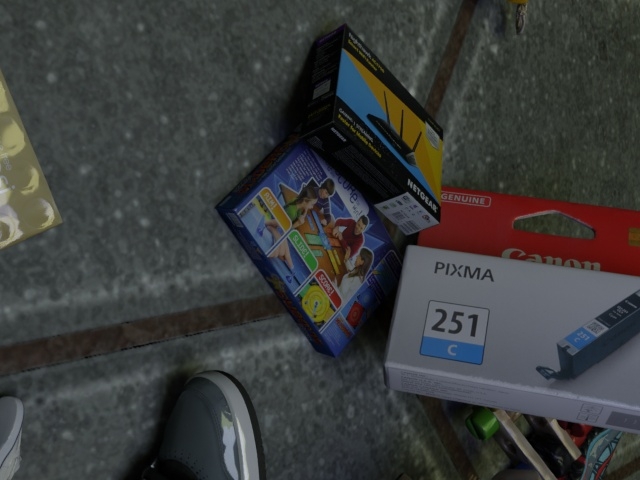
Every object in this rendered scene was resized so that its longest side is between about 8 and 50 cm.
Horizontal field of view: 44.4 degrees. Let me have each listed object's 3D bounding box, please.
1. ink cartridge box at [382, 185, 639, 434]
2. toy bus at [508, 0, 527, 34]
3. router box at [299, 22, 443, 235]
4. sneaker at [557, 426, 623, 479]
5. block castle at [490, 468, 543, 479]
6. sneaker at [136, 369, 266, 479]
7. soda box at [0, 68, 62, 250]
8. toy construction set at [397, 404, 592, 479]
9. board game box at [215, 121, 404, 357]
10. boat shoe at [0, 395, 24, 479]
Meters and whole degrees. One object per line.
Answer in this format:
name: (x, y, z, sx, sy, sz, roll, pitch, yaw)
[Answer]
ink cartridge box: (0.230, 0.045, 0.786, 0.066, 0.296, 0.261, 79, 22, -56)
toy bus: (0.191, -0.345, 0.863, 0.104, 0.191, 0.202, 2, 94, 3)
router box: (0.057, -0.108, 0.784, 0.179, 0.046, 0.133, 38, 45, -37)
sneaker: (0.358, 0.286, 1.099, 0.262, 0.104, 0.125, -44, 138, -23)
block castle: (0.099, 0.440, 0.653, 0.453, 0.303, 0.213, -33, 111, -1)
sneaker: (-0.153, 0.256, 0.638, 0.178, 0.123, 0.296, 6, 92, -50)
soda box: (-0.251, -0.084, 0.553, 0.061, 0.058, 0.181, -30, 112, -34)
toy construction set: (0.192, 0.180, 0.900, 0.309, 0.237, 0.257, -50, 158, -4)
board game box: (0.000, 0.000, 0.788, 0.136, 0.035, 0.201, -47, 122, -26)
boat shoe: (-0.249, 0.169, 0.603, 0.035, 0.035, 0.100, 41, 62, -65)
